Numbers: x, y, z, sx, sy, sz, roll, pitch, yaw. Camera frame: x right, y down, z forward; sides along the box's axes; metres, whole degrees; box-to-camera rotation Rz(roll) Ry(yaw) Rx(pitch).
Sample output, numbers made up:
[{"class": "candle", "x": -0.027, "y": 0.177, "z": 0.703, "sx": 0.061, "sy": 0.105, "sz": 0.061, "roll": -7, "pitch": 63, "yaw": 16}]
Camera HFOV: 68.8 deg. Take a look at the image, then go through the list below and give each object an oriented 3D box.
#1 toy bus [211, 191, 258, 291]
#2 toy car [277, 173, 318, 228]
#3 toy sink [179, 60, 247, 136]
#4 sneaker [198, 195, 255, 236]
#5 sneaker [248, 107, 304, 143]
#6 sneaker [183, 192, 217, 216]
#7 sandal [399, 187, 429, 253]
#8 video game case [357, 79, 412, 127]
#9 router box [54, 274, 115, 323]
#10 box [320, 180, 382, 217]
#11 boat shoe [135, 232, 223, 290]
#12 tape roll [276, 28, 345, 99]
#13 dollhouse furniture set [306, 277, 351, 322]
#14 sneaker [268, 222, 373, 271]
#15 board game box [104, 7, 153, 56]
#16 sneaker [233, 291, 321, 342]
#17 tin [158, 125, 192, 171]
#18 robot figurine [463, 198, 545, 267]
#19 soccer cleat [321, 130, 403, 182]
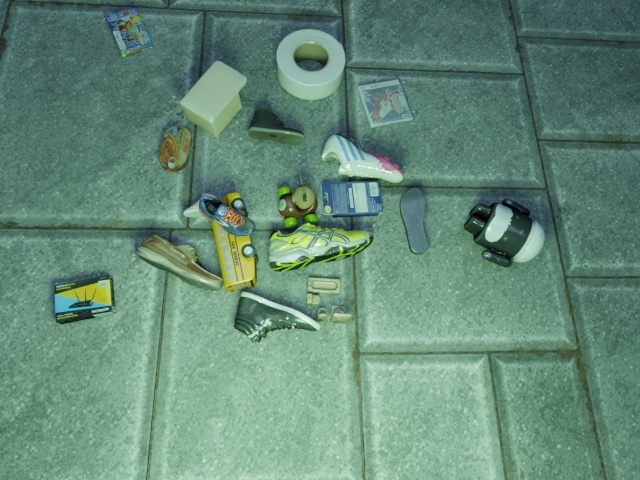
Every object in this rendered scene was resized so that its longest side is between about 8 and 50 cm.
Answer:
[{"class": "toy bus", "x": -0.301, "y": 0.003, "z": 1.648, "sx": 0.130, "sy": 0.108, "sz": 0.332, "roll": -14, "pitch": 72, "yaw": -7}, {"class": "toy car", "x": -0.078, "y": -0.151, "z": 1.677, "sx": 0.149, "sy": 0.188, "sz": 0.155, "roll": -10, "pitch": 71, "yaw": -8}, {"class": "toy sink", "x": -0.404, "y": -0.550, "z": 1.823, "sx": 0.153, "sy": 0.131, "sz": 0.234, "roll": 32, "pitch": 76, "yaw": 7}, {"class": "sneaker", "x": -0.321, "y": -0.082, "z": 1.571, "sx": 0.221, "sy": 0.087, "sz": 0.083, "roll": 25, "pitch": 73, "yaw": 7}, {"class": "sneaker", "x": -0.166, "y": -0.455, "z": 1.835, "sx": 0.222, "sy": 0.083, "sz": 0.118, "roll": 9, "pitch": 69, "yaw": 0}, {"class": "sneaker", "x": -0.439, "y": -0.131, "z": 1.714, "sx": 0.134, "sy": 0.051, "sz": 0.070, "roll": -15, "pitch": 71, "yaw": -13}, {"class": "sandal", "x": 0.350, "y": -0.072, "z": 1.766, "sx": 0.097, "sy": 0.054, "sz": 0.254, "roll": -3, "pitch": 80, "yaw": 2}, {"class": "video game case", "x": 0.267, "y": -0.572, "z": 1.945, "sx": 0.183, "sy": 0.023, "sz": 0.201, "roll": -13, "pitch": 72, "yaw": -9}, {"class": "router box", "x": -0.789, "y": 0.197, "z": 1.568, "sx": 0.179, "sy": 0.046, "sz": 0.133, "roll": -10, "pitch": 71, "yaw": -8}, {"class": "box", "x": 0.115, "y": -0.157, "z": 1.777, "sx": 0.225, "sy": 0.036, "sz": 0.136, "roll": -2, "pitch": 70, "yaw": -7}, {"class": "boat shoe", "x": -0.472, "y": 0.067, "z": 1.605, "sx": 0.324, "sy": 0.123, "sz": 0.116, "roll": 26, "pitch": 68, "yaw": 3}, {"class": "tape roll", "x": -0.040, "y": -0.729, "z": 1.934, "sx": 0.286, "sy": 0.100, "sz": 0.286, "roll": 1, "pitch": 70, "yaw": -4}, {"class": "dollhouse furniture set", "x": 0.027, "y": 0.194, "z": 1.598, "sx": 0.144, "sy": 0.123, "sz": 0.151, "roll": 4, "pitch": 70, "yaw": -4}, {"class": "sneaker", "x": 0.000, "y": 0.000, "z": 1.656, "sx": 0.385, "sy": 0.145, "sz": 0.147, "roll": -10, "pitch": 72, "yaw": -10}, {"class": "board game box", "x": -0.801, "y": -0.872, "z": 1.953, "sx": 0.136, "sy": 0.035, "sz": 0.201, "roll": -23, "pitch": 74, "yaw": -12}, {"class": "sneaker", "x": -0.154, "y": 0.288, "z": 1.566, "sx": 0.296, "sy": 0.104, "sz": 0.147, "roll": 18, "pitch": 72, "yaw": 8}, {"class": "tin", "x": -0.553, "y": -0.351, "z": 1.790, "sx": 0.106, "sy": 0.040, "sz": 0.189, "roll": 5, "pitch": 70, "yaw": 1}, {"class": "robot figurine", "x": 0.674, "y": -0.031, "z": 1.713, "sx": 0.278, "sy": 0.173, "sz": 0.209, "roll": 26, "pitch": 113, "yaw": 5}, {"class": "soccer cleat", "x": 0.154, "y": -0.285, "z": 1.798, "sx": 0.331, "sy": 0.116, "sz": 0.143, "roll": 32, "pitch": 82, "yaw": 11}]
